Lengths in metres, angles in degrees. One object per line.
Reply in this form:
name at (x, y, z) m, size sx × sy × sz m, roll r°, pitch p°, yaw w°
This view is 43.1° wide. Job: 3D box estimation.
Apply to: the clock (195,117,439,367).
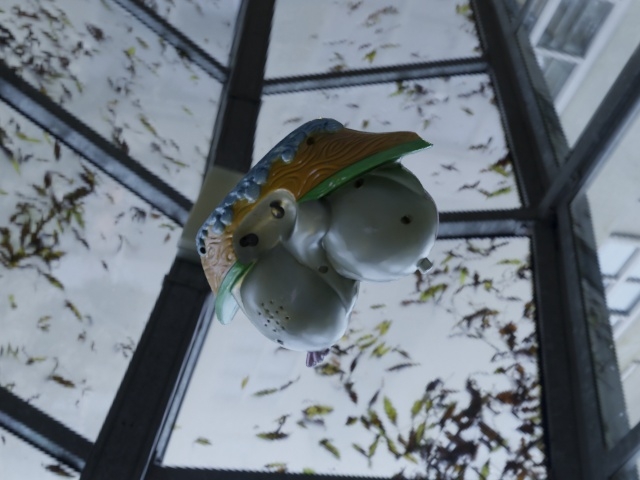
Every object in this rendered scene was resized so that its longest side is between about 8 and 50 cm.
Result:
clock at (0.000, 0.000, 0.622) m, size 0.144 × 0.231 × 0.103 m, roll 49°, pitch -152°, yaw 6°
